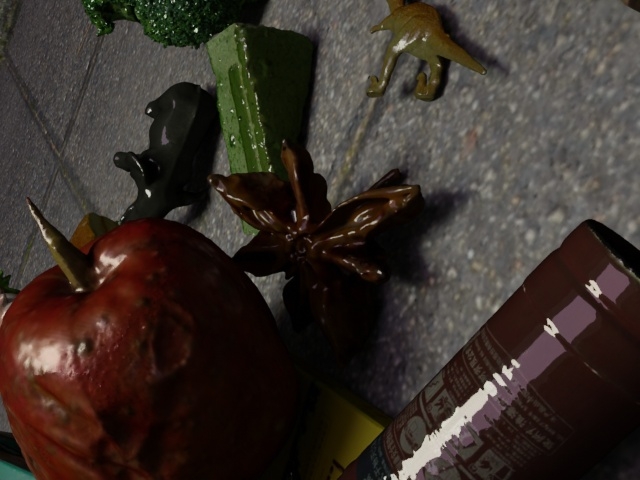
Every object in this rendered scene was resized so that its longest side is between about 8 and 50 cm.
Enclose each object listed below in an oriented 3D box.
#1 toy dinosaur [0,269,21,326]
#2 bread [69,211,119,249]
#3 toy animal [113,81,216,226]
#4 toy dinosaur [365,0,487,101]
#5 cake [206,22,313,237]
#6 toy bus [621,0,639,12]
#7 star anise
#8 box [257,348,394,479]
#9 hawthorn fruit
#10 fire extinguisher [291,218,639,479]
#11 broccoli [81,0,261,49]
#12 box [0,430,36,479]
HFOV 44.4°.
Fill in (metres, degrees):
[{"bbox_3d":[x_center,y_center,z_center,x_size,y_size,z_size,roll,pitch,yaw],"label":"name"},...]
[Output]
[{"bbox_3d":[-0.436,0.120,1.117,0.177,0.152,0.194,30,99,30],"label":"toy dinosaur"},{"bbox_3d":[-0.344,0.097,1.160,0.234,0.110,0.184,-64,35,18],"label":"bread"},{"bbox_3d":[-0.218,-0.108,1.050,0.146,0.114,0.245,-2,76,56],"label":"toy animal"},{"bbox_3d":[0.096,-0.188,0.692,0.162,0.039,0.127,-3,74,54],"label":"toy dinosaur"},{"bbox_3d":[-0.081,-0.124,0.872,0.100,0.099,0.236,-10,71,56],"label":"cake"},{"bbox_3d":[0.180,-0.249,0.504,0.157,0.139,0.289,-65,34,22],"label":"toy bus"},{"bbox_3d":[-0.002,0.006,0.697,0.212,0.111,0.196,4,101,26],"label":"star anise"},{"bbox_3d":[0.002,0.206,0.674,0.279,0.041,0.153,22,94,56],"label":"box"},{"bbox_3d":[-0.144,0.115,0.667,0.262,0.258,0.258,89,172,-56],"label":"hawthorn fruit"},{"bbox_3d":[0.075,0.134,0.496,0.344,0.102,0.138,-50,47,20],"label":"fire extinguisher"},{"bbox_3d":[-0.184,-0.372,1.037,0.242,0.261,0.269,84,-177,-61],"label":"broccoli"},{"bbox_3d":[-0.299,0.263,0.803,0.244,0.153,0.092,6,75,36],"label":"box"}]
